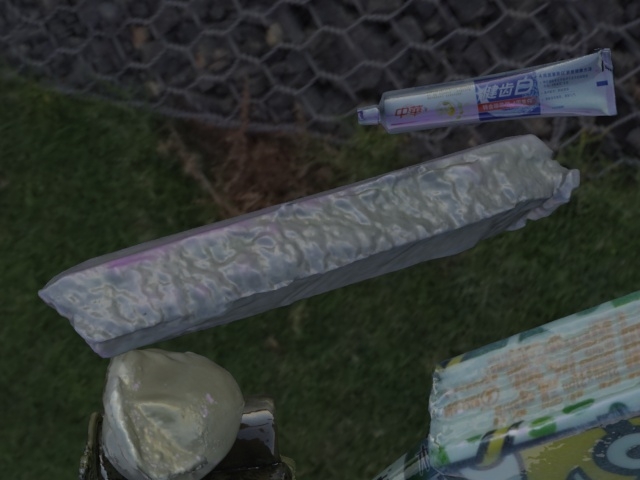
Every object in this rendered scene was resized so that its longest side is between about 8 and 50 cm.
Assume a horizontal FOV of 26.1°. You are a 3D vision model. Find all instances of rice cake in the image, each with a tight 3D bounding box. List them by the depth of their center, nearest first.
[{"bbox_3d":[0.000,0.001,0.650,0.049,0.270,0.055,66,159,16],"label":"rice cake"}]

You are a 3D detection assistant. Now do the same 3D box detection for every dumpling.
[{"bbox_3d":[-0.138,0.152,1.232,0.136,0.199,0.118,45,104,7],"label":"dumpling"}]

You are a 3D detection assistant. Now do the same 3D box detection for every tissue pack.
[{"bbox_3d":[0.282,0.156,1.225,0.311,0.128,0.228,-24,136,30],"label":"tissue pack"}]

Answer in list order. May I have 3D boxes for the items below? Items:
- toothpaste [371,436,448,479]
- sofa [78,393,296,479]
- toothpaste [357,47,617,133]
[{"bbox_3d":[0.125,0.244,1.470,0.392,0.099,0.061,-40,134,15],"label":"toothpaste"},{"bbox_3d":[-0.113,0.263,1.290,0.200,0.258,0.182,-4,134,-3],"label":"sofa"},{"bbox_3d":[0.108,-0.093,0.909,0.170,0.028,0.045,-7,96,6],"label":"toothpaste"}]
